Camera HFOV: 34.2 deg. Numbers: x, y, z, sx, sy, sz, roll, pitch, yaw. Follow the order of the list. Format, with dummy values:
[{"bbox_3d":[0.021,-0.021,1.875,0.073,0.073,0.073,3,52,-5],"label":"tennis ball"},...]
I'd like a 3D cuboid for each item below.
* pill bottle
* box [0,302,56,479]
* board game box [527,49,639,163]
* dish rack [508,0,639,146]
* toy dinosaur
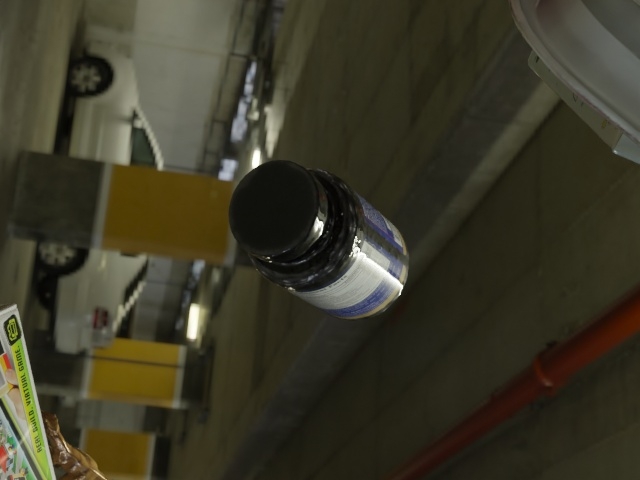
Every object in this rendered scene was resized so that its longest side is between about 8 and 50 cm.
[{"bbox_3d":[0.000,0.000,1.044,0.219,0.122,0.123,36,55,-60],"label":"pill bottle"},{"bbox_3d":[-0.182,0.148,0.549,0.114,0.036,0.207,-39,121,-71],"label":"box"},{"bbox_3d":[0.337,-0.127,0.957,0.303,0.224,0.098,-97,-150,-69],"label":"board game box"},{"bbox_3d":[0.261,-0.073,0.533,0.072,0.332,0.285,-51,-177,36],"label":"dish rack"},{"bbox_3d":[-0.309,0.300,1.354,0.112,0.211,0.064,-17,-137,32],"label":"toy dinosaur"}]
